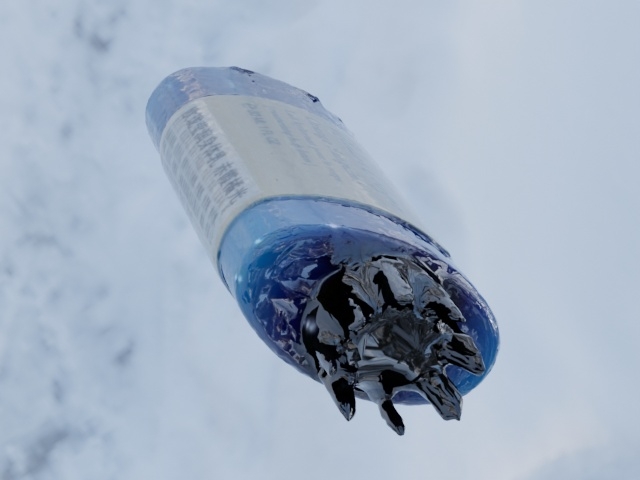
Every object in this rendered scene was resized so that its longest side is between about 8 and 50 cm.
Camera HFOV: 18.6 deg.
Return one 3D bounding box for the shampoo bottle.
[{"bbox_3d":[0.000,0.000,0.600,0.087,0.050,0.183,26,14,-25],"label":"shampoo bottle"}]
